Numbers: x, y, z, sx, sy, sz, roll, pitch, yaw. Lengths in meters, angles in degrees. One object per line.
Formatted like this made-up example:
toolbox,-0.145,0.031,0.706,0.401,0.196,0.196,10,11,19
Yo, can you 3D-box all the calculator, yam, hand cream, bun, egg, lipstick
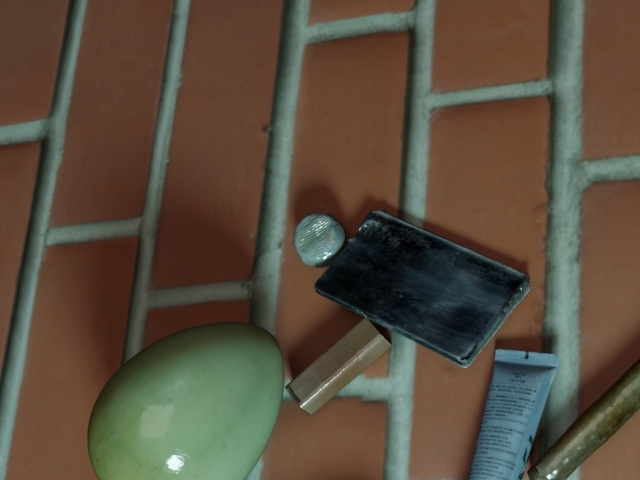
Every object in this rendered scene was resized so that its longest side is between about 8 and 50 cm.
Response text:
calculator,0.129,0.057,1.835,0.262,0.021,0.161,26,64,32
yam,0.352,0.206,1.675,0.264,0.046,0.046,-45,57,1
hand cream,0.224,0.262,1.707,0.091,0.058,0.271,2,64,38
bun,0.000,0.000,1.931,0.083,0.045,0.083,-12,60,21
egg,-0.168,0.225,1.807,0.218,0.218,0.295,31,70,32
lipstick,0.024,0.167,1.845,0.145,0.045,0.045,-41,56,2
